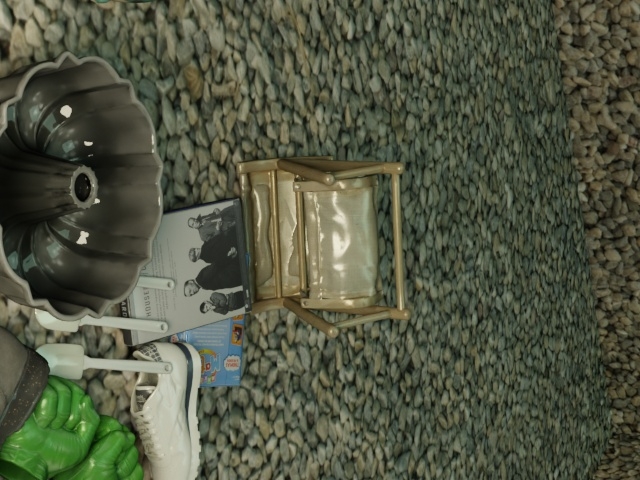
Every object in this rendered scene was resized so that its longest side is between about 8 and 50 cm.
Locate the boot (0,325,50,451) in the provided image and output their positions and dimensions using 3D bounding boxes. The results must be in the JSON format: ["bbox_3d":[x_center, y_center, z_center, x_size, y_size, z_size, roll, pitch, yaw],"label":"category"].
[{"bbox_3d":[-0.456,0.210,1.484,0.223,0.118,0.338,51,42,-42],"label":"boot"}]

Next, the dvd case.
[{"bbox_3d":[-0.200,0.042,1.927,0.238,0.029,0.179,-14,101,-46],"label":"dvd case"}]

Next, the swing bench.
[{"bbox_3d":[0.000,0.000,2.092,0.165,0.254,0.253,-10,103,-36],"label":"swing bench"}]

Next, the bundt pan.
[{"bbox_3d":[-0.339,-0.065,1.625,0.331,0.124,0.331,-4,95,-61],"label":"bundt pan"}]

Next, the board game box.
[{"bbox_3d":[-0.172,0.120,2.032,0.160,0.039,0.212,9,84,-60],"label":"board game box"}]

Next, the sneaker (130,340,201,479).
[{"bbox_3d":[-0.233,0.264,1.907,0.094,0.090,0.235,-2,90,-49],"label":"sneaker"}]

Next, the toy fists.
[{"bbox_3d":[-0.324,0.272,1.715,0.279,0.096,0.142,53,47,-47],"label":"toy fists"}]

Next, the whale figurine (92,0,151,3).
[{"bbox_3d":[-0.262,-0.417,1.719,0.272,0.141,0.216,22,74,-59],"label":"whale figurine"}]

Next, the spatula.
[{"bbox_3d":[-0.290,0.107,1.790,0.242,0.019,0.168,9,79,-46],"label":"spatula"}]
